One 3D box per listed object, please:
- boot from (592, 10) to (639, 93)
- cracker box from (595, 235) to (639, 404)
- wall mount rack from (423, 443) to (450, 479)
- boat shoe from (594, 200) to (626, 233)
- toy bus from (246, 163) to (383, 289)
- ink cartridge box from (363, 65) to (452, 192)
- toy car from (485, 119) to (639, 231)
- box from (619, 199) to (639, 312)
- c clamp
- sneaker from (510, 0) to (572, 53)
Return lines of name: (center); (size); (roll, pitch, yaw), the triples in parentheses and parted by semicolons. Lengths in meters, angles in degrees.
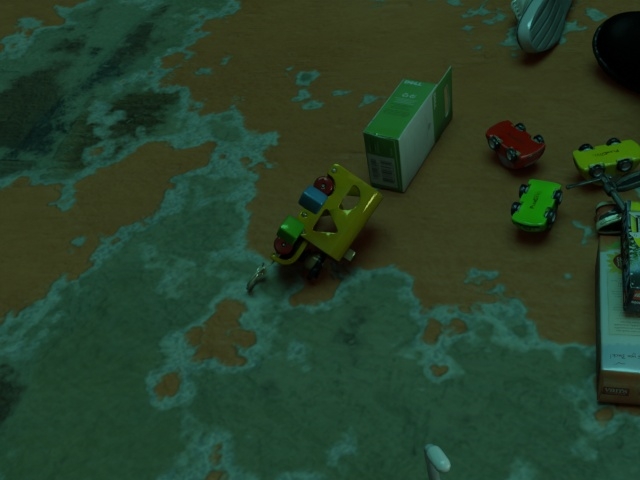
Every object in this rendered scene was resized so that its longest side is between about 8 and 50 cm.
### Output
boot: (0.550, -0.323, 1.418); (0.348, 0.260, 0.131); (35, 84, 38)
cracker box: (0.424, 0.098, 1.156); (0.156, 0.067, 0.232); (4, 44, 13)
wall mount rack: (0.092, 0.368, 0.894); (0.350, 0.130, 0.304); (-23, 44, -12)
boat shoe: (0.454, -0.030, 1.302); (0.137, 0.049, 0.043); (0, 47, 16)
toy bus: (0.007, -0.010, 1.332); (0.104, 0.202, 0.191); (34, 45, 2)
ink cartridge box: (0.145, -0.186, 1.491); (0.062, 0.109, 0.209); (15, 49, 25)
toy car: (0.336, -0.082, 1.381); (0.239, 0.053, 0.225); (12, 48, 25)
box: (0.490, 0.030, 1.135); (0.233, 0.044, 0.159); (7, 45, 10)
c clamp: (0.438, -0.042, 1.276); (0.137, 0.022, 0.160); (-21, 51, -7)
sneaker: (0.398, -0.420, 1.717); (0.091, 0.094, 0.258); (-3, 35, 36)
